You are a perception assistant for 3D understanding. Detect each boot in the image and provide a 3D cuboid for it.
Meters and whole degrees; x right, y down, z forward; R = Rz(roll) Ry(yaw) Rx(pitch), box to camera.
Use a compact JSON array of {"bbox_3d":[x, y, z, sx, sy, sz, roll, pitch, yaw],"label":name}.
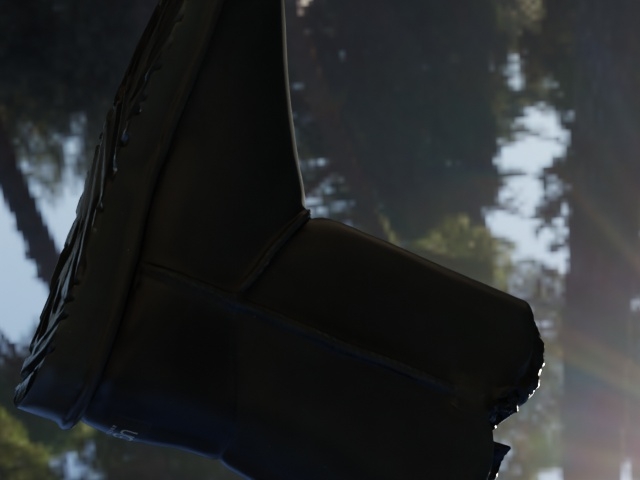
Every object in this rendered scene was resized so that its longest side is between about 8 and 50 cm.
[{"bbox_3d":[0.000,0.000,0.689,0.207,0.246,0.094,22,159,-16],"label":"boot"}]
